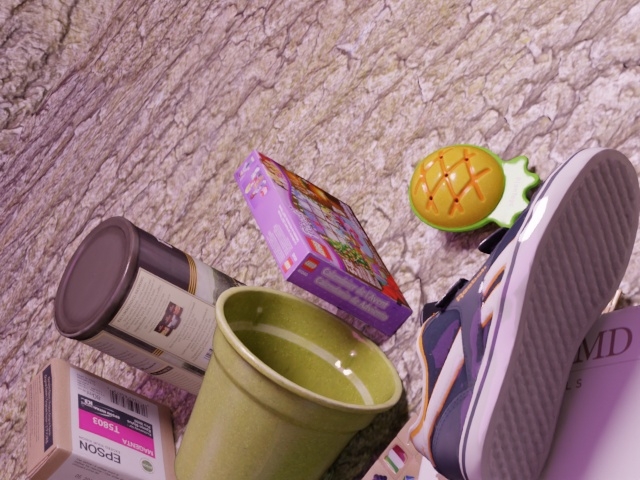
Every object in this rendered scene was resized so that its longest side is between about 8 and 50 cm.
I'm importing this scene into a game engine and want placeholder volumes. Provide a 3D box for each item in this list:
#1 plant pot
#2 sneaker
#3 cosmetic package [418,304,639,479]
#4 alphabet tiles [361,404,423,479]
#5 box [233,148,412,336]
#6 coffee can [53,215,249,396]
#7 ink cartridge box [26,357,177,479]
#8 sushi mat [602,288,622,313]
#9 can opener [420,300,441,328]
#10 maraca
[{"bbox_3d":[-0.069,0.242,1.986,0.254,0.276,0.276,-61,30,20],"label":"plant pot"},{"bbox_3d":[0.168,0.060,1.289,0.127,0.126,0.321,13,75,52],"label":"sneaker"},{"bbox_3d":[0.297,0.310,1.334,0.329,0.327,0.394,-19,50,47],"label":"cosmetic package"},{"bbox_3d":[0.148,0.328,1.747,0.198,0.009,0.237,-53,52,15],"label":"alphabet tiles"},{"bbox_3d":[0.000,0.000,2.103,0.057,0.201,0.293,-51,34,15],"label":"box"},{"bbox_3d":[-0.247,0.111,2.284,0.201,0.275,0.201,-33,41,35],"label":"coffee can"},{"bbox_3d":[-0.342,0.314,2.293,0.088,0.234,0.193,-45,36,24],"label":"ink cartridge box"},{"bbox_3d":[0.241,0.185,1.755,0.151,0.019,0.316,19,82,40],"label":"sushi mat"},{"bbox_3d":[0.168,0.141,1.864,0.073,0.059,0.186,-15,33,12],"label":"can opener"},{"bbox_3d":[0.205,-0.070,1.980,0.185,0.099,0.127,6,77,29],"label":"maraca"}]
